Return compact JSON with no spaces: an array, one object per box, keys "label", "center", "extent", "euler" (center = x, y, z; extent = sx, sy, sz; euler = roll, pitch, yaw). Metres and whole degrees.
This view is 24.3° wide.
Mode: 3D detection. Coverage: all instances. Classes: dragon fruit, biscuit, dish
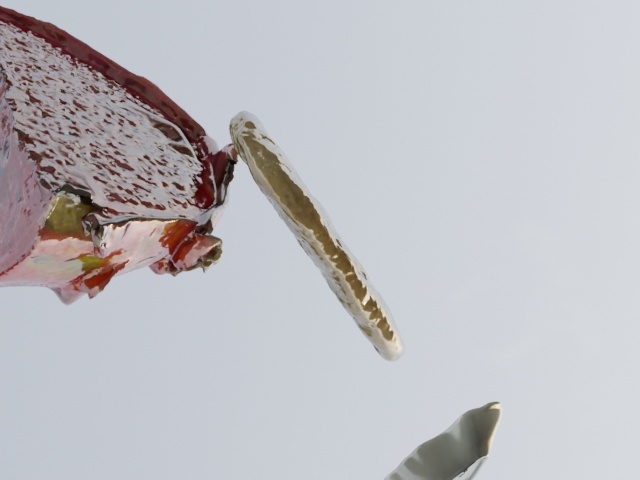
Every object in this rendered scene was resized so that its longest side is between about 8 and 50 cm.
[{"label":"dragon fruit","center":[-0.142,-0.026,0.922],"extent":[0.161,0.126,0.274],"euler":[12,-153,-30]},{"label":"biscuit","center":[0.000,0.000,0.626],"extent":[0.018,0.147,0.071],"euler":[-32,-134,1]},{"label":"dish","center":[0.123,0.201,1.350],"extent":[0.091,0.137,0.039],"euler":[2,-131,-46]}]
